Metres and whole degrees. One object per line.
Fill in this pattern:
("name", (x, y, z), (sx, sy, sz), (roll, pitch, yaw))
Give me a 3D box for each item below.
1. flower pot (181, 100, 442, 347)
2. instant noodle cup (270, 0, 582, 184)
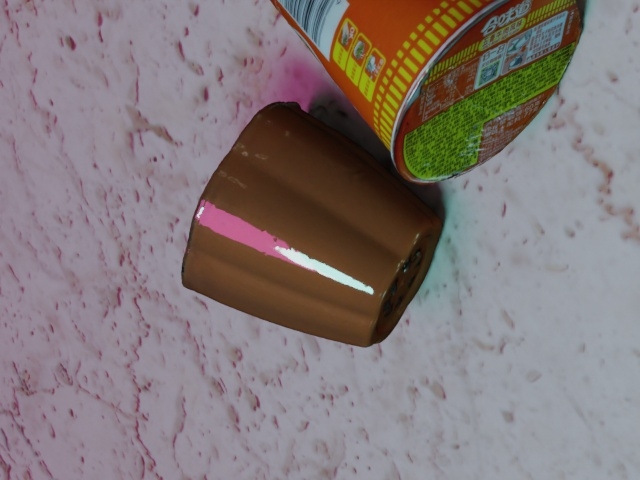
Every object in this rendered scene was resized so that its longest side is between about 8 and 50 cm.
("flower pot", (0.000, 0.000, 1.592), (0.173, 0.190, 0.190), (30, 132, 13))
("instant noodle cup", (0.061, -0.177, 1.432), (0.212, 0.193, 0.193), (46, 137, 27))
